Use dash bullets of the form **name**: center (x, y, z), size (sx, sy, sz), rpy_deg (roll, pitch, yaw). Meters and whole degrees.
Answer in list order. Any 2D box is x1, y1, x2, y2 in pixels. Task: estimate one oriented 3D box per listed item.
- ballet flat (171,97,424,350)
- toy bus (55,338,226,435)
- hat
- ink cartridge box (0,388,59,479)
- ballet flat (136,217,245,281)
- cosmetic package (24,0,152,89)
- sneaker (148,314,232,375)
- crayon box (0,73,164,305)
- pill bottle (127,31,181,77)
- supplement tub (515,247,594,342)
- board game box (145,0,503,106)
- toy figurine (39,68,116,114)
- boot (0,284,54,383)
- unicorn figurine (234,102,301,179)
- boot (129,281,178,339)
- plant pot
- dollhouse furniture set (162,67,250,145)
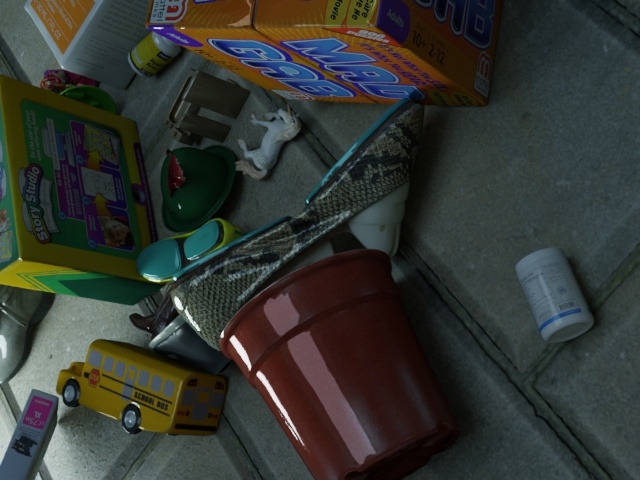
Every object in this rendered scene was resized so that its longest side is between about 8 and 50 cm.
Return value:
- **ballet flat**: center (0.000, 0.000, 1.556), size (0.483, 0.164, 0.182), rpy_deg (-37, 83, 10)
- **toy bus**: center (-0.320, 0.257, 1.822), size (0.333, 0.108, 0.130), rpy_deg (11, 88, 42)
- **hat**: center (-0.261, -0.131, 1.786), size (0.208, 0.183, 0.173), rpy_deg (-24, 50, 32)
- **ink cartridge box**: center (-0.555, 0.440, 1.893), size (0.186, 0.065, 0.311), rpy_deg (120, 166, -62)
- **ballet flat**: center (-0.219, 0.022, 1.809), size (0.231, 0.077, 0.077), rpy_deg (-23, 69, 38)
- **cosmetic package**: center (-0.362, -0.547, 2.011), size (0.453, 0.161, 0.230), rpy_deg (-52, 52, 19)
- **sneaker**: center (-0.212, 0.182, 1.747), size (0.118, 0.083, 0.222), rpy_deg (47, 156, -1)
- **crayon box**: center (-0.455, -0.083, 1.883), size (0.106, 0.313, 0.363), rpy_deg (-31, 61, 33)
- **pill bottle**: center (-0.305, -0.364, 1.982), size (0.116, 0.065, 0.065), rpy_deg (-34, 60, 32)
- **supplement tub**: center (0.300, 0.071, 1.344), size (0.071, 0.071, 0.107), rpy_deg (-35, 58, 31)
- **board game box**: center (0.031, -0.408, 1.461), size (0.356, 0.356, 0.356), rpy_deg (7, 85, 31)
- **toy figurine**: center (-0.507, -0.301, 2.100), size (0.130, 0.173, 0.159), rpy_deg (-64, 33, 33)
- **boot**: center (-0.656, 0.170, 2.104), size (0.083, 0.161, 0.246), rpy_deg (39, 106, 40)
- **unicorn figurine**: center (-0.084, -0.175, 1.756), size (0.111, 0.060, 0.162), rpy_deg (36, 121, 40)
- **boot**: center (-0.287, 0.115, 1.876), size (0.106, 0.037, 0.114), rpy_deg (31, 102, 33)
- **plant pot**: center (0.040, 0.196, 1.433), size (0.272, 0.272, 0.265), rpy_deg (-42, 63, 26)
- **dollhouse furniture set**: center (-0.241, -0.250, 1.859), size (0.151, 0.123, 0.144), rpy_deg (41, 107, 39)
